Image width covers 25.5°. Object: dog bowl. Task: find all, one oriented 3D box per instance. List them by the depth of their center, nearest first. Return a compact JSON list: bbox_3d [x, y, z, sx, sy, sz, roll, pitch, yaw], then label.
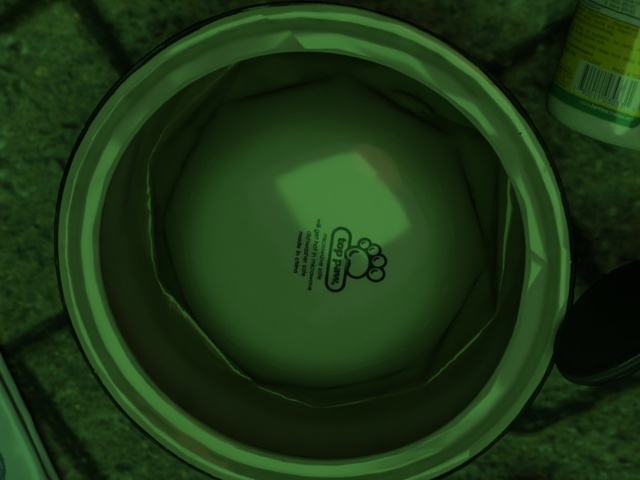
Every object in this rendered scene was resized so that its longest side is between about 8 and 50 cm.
[{"bbox_3d":[0.000,0.000,1.156,0.407,0.150,0.408,2,106,7],"label":"dog bowl"}]

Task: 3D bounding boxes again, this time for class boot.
[{"bbox_3d":[0.319,0.101,1.107,0.263,0.091,0.229,-29,125,-9],"label":"boot"}]

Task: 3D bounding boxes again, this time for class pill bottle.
[{"bbox_3d":[0.257,-0.181,1.079,0.117,0.117,0.208,16,109,3],"label":"pill bottle"}]

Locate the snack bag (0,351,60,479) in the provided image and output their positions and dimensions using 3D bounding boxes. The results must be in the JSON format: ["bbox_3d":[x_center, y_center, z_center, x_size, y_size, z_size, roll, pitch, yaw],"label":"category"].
[{"bbox_3d":[-0.454,0.147,1.327,0.342,0.037,0.323,-21,102,13],"label":"snack bag"}]
